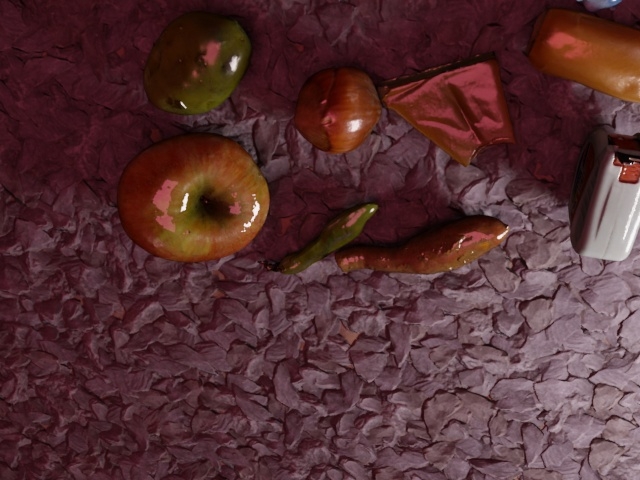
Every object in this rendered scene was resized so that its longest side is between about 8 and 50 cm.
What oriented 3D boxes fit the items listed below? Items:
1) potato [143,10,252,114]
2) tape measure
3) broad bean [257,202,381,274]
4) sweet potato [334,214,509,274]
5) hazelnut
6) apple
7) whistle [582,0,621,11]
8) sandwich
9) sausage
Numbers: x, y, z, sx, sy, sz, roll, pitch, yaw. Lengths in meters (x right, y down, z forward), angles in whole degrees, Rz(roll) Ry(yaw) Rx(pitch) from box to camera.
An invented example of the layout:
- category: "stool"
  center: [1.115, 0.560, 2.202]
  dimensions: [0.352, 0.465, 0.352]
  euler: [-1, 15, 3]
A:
- category: "potato"
  center: [-0.251, -0.357, 1.691]
  dimensions: [0.253, 0.148, 0.186]
  euler: [-23, 91, 25]
- category: "tape measure"
  center: [0.566, -0.099, 1.611]
  dimensions: [0.125, 0.246, 0.243]
  euler: [11, 124, 6]
- category: "broad bean"
  center: [0.003, 0.007, 1.838]
  dimensions: [0.325, 0.067, 0.075]
  euler: [-34, 120, 23]
- category: "sweet potato"
  center: [0.220, 0.024, 1.797]
  dimensions: [0.386, 0.109, 0.109]
  euler: [-15, 109, 21]
- category: "hazelnut"
  center: [0.036, -0.257, 1.672]
  dimensions: [0.182, 0.182, 0.182]
  euler: [3, 112, 8]
- category: "apple"
  center: [-0.269, -0.094, 1.758]
  dimensions: [0.310, 0.250, 0.277]
  euler: [8, 99, -17]
- category: "whistle"
  center: [0.473, -0.507, 1.507]
  dimensions: [0.093, 0.180, 0.269]
  euler: [-15, 138, 43]
- category: "sandwich"
  center: [0.259, -0.247, 1.698]
  dimensions: [0.245, 0.063, 0.212]
  euler: [-13, 111, 15]
- category: "sausage"
  center: [0.572, -0.339, 1.585]
  dimensions: [0.354, 0.116, 0.134]
  euler: [18, 100, -2]
